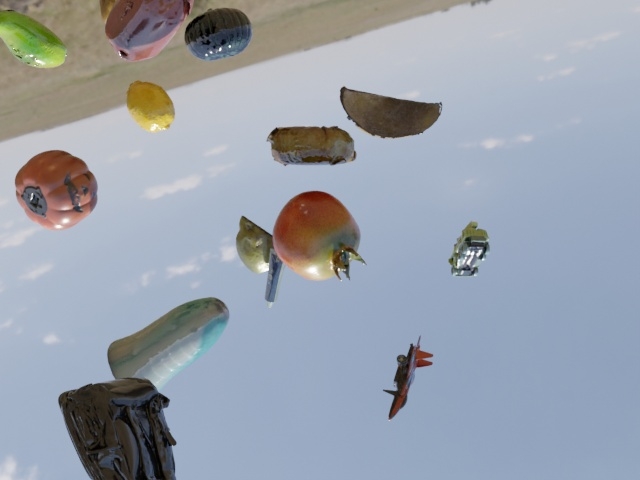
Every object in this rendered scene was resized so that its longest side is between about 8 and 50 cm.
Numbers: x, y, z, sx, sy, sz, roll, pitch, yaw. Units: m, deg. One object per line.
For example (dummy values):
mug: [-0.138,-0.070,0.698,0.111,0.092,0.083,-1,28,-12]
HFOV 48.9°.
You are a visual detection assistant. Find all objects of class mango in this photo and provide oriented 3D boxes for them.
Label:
mango: [-0.829,-0.565,1.988,0.111,0.125,0.233,43,-168,35]

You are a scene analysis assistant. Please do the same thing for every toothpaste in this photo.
toothpaste: [-0.127,0.107,1.942,0.057,0.197,0.035,22,-146,14]

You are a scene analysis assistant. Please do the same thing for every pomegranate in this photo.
pomegranate: [0.000,0.000,1.725,0.221,0.221,0.256,-26,-132,-29]

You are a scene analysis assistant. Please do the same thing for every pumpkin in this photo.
pumpkin: [-0.290,-0.590,2.002,0.202,0.140,0.202,-15,-174,2]

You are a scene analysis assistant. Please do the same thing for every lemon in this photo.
lemon: [-0.448,-0.354,1.852,0.114,0.155,0.114,-36,179,-1]

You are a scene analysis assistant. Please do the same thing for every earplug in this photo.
earplug: [-0.372,0.253,1.832,0.324,0.185,0.185,-36,-168,13]

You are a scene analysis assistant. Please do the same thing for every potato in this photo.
potato: [-0.183,0.023,1.959,0.120,0.149,0.081,-54,-153,-1]
potato: [0.172,-0.307,1.801,0.261,0.120,0.100,13,177,10]

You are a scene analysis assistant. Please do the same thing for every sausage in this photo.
sausage: [-0.411,-0.536,1.680,0.152,0.152,0.279,-33,-177,-43]

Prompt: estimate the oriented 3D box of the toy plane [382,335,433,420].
toy plane: [0.172,0.290,1.460,0.061,0.130,0.189,24,-127,24]

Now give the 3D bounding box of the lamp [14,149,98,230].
lamp: [-0.618,-0.123,1.669,0.187,0.188,0.164,-7,-156,31]

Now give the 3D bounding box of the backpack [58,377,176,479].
backpack: [-0.327,0.353,1.210,0.133,0.258,0.206,-28,166,13]

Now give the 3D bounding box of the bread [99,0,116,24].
bread: [-0.529,-0.720,2.059,0.148,0.195,0.344,-19,-168,-36]

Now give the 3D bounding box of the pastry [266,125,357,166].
pastry: [-0.023,-0.238,1.783,0.229,0.100,0.218,-2,-173,-11]

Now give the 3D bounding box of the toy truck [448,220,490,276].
toy truck: [0.397,0.022,1.892,0.077,0.169,0.100,1,-123,-4]
